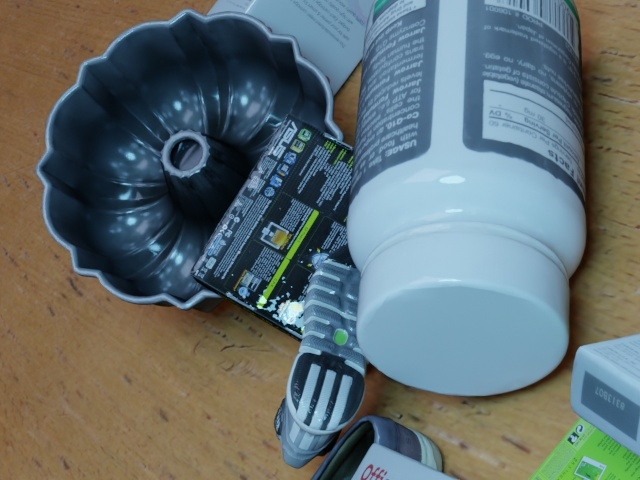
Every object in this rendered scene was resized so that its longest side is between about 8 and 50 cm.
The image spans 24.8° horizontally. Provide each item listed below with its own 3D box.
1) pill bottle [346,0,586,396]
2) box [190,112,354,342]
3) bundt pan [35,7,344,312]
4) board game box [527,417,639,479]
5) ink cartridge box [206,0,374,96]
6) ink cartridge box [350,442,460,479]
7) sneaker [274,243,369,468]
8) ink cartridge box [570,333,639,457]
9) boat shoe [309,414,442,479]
[{"bbox_3d":[0.128,-0.062,1.265,0.204,0.204,0.361,-24,44,35],"label":"pill bottle"},{"bbox_3d":[0.000,0.000,1.403,0.184,0.045,0.190,29,81,10],"label":"box"},{"bbox_3d":[-0.124,-0.071,1.542,0.331,0.124,0.330,-4,71,13],"label":"bundt pan"},{"bbox_3d":[0.237,0.156,1.092,0.181,0.043,0.092,-51,36,2],"label":"board game box"},{"bbox_3d":[-0.001,-0.283,1.644,0.212,0.154,0.093,-55,33,-2],"label":"ink cartridge box"},{"bbox_3d":[0.045,0.301,1.074,0.273,0.114,0.197,-58,14,-9],"label":"ink cartridge box"},{"bbox_3d":[0.005,0.110,1.313,0.228,0.086,0.132,-64,-2,-46],"label":"sneaker"},{"bbox_3d":[0.313,0.107,0.956,0.189,0.232,0.066,34,124,54],"label":"ink cartridge box"},{"bbox_3d":[-0.010,0.270,1.228,0.285,0.092,0.103,-54,35,-2],"label":"boat shoe"}]
